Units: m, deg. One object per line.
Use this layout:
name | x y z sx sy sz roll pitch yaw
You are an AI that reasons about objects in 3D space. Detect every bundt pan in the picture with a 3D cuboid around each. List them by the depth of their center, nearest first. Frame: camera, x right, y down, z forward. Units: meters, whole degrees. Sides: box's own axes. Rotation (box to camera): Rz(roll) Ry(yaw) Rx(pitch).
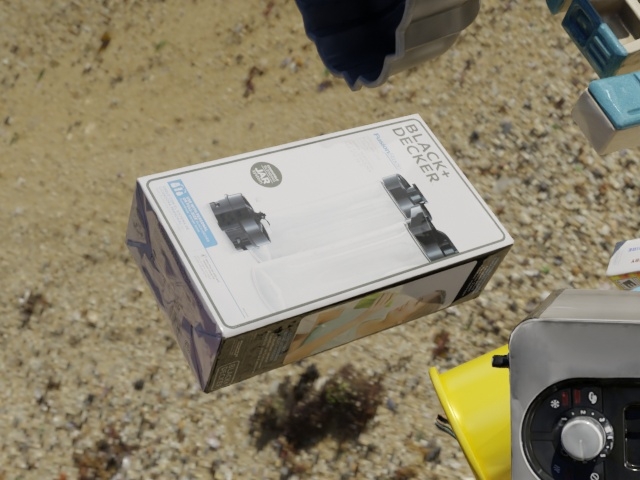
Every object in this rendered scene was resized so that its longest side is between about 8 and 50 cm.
bundt pan | 0.069 -0.326 1.023 0.331 0.124 0.331 166 90 -71

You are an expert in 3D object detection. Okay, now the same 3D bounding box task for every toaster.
toaster | 0.142 0.109 0.440 0.110 0.185 0.168 0 91 18

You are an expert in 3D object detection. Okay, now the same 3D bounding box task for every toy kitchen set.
toy kitchen set | 0.271 -0.213 0.873 0.207 0.122 0.166 63 154 26

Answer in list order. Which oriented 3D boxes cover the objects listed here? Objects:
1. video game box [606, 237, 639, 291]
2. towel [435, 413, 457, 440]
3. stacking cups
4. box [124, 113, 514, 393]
video game box | 0.394 0.061 0.892 0.187 0.205 0.048 -19 39 53
towel | 0.392 0.401 1.803 0.370 0.271 0.040 -165 93 -73
stacking cups | 0.231 0.064 0.629 0.316 0.096 0.096 -23 55 4
box | 0.000 0.000 0.859 0.169 0.289 0.087 58 147 28
